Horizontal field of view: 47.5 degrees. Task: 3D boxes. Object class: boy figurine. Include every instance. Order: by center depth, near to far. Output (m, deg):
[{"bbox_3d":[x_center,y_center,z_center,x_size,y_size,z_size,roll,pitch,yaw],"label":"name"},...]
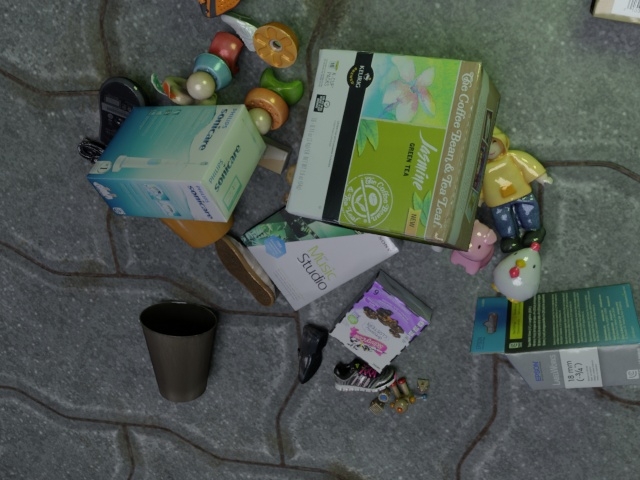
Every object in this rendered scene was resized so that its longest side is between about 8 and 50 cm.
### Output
[{"bbox_3d":[0.393,-0.122,1.527,0.177,0.092,0.285,-13,112,25],"label":"boy figurine"}]

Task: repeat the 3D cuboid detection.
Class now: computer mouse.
[{"bbox_3d":[-0.471,-0.280,1.730,0.188,0.072,0.272,26,130,2],"label":"computer mouse"}]

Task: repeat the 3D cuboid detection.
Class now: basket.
[{"bbox_3d":[-0.369,0.297,1.908,0.204,0.154,0.227,10,119,13],"label":"basket"}]

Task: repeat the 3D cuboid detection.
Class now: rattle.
[{"bbox_3d":[-0.323,-0.289,1.597,0.130,0.199,0.143,45,112,-3],"label":"rattle"}]

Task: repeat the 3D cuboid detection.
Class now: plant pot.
[{"bbox_3d":[-0.301,-0.092,1.698,0.205,0.205,0.188,-18,122,23],"label":"plant pot"}]

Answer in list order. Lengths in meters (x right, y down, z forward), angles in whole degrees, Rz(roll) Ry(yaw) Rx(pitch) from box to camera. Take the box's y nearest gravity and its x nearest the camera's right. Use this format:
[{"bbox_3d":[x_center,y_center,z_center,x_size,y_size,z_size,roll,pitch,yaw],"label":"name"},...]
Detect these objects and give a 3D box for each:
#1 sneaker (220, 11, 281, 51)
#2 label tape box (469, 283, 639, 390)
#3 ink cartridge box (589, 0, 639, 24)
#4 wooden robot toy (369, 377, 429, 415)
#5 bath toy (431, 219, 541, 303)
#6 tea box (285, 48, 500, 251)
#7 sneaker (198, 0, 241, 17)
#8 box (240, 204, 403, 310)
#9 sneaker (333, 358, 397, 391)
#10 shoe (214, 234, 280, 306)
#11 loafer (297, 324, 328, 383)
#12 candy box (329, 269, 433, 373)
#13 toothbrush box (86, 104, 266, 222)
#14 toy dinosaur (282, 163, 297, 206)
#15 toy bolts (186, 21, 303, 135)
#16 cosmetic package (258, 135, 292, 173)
[{"bbox_3d":[-0.152,-0.442,1.567,0.152,0.053,0.061,29,121,2],"label":"sneaker"},{"bbox_3d":[0.504,0.207,1.555,0.334,0.240,0.106,-8,112,20],"label":"label tape box"},{"bbox_3d":[0.627,-0.481,1.299,0.235,0.088,0.193,13,117,12],"label":"ink cartridge box"},{"bbox_3d":[0.192,0.400,1.822,0.173,0.079,0.076,-23,105,24],"label":"wooden robot toy"},{"bbox_3d":[0.310,-0.004,1.521,0.348,0.151,0.129,34,118,22],"label":"bath toy"},{"bbox_3d":[0.147,-0.172,1.410,0.323,0.220,0.329,11,89,23],"label":"tea box"},{"bbox_3d":[-0.273,-0.555,1.499,0.321,0.124,0.180,11,131,14],"label":"sneaker"},{"bbox_3d":[0.000,0.000,1.714,0.322,0.058,0.232,-32,100,25],"label":"box"},{"bbox_3d":[0.106,0.335,1.827,0.170,0.063,0.075,-8,117,25],"label":"sneaker"},{"bbox_3d":[-0.181,0.067,1.804,0.219,0.058,0.076,52,137,-5],"label":"shoe"},{"bbox_3d":[-0.031,0.290,1.859,0.061,0.062,0.170,31,117,27],"label":"loafer"},{"bbox_3d":[0.144,0.197,1.751,0.165,0.070,0.196,37,117,-2],"label":"candy box"},{"bbox_3d":[-0.294,-0.164,1.501,0.295,0.216,0.126,3,143,27],"label":"toothbrush box"},{"bbox_3d":[-0.035,-0.147,1.623,0.093,0.053,0.183,30,104,29],"label":"toy dinosaur"},{"bbox_3d":[-0.165,-0.344,1.521,0.228,0.158,0.218,23,145,8],"label":"toy bolts"},{"bbox_3d":[-0.129,-0.204,1.671,0.115,0.041,0.060,23,117,6],"label":"cosmetic package"}]
